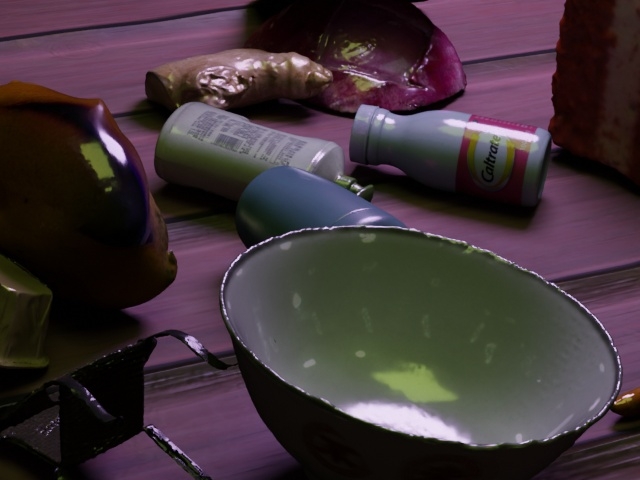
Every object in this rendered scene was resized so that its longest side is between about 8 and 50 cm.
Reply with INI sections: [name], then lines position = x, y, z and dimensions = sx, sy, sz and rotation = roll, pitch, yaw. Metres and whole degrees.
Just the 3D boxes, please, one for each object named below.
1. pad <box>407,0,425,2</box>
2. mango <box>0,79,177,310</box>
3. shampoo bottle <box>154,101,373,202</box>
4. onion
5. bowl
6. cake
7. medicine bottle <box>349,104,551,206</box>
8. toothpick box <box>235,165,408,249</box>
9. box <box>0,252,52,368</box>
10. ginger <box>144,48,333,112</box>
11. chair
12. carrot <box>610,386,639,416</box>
[pad]
position = 0.012, -0.359, 2.293
dimensions = 0.315, 0.063, 0.375
rotation = 1, 0, -8
[mango]
position = -0.262, -0.050, 1.734
dimensions = 0.287, 0.201, 0.152
rotation = 24, 10, 34
[shampoo bottle]
position = -0.052, -0.077, 1.935
dimensions = 0.234, 0.087, 0.118
rotation = 18, 26, 19
[onion]
position = 0.058, -0.252, 2.244
dimensions = 0.250, 0.111, 0.247
rotation = -16, 34, -36
[bowl]
position = 0.071, 0.133, 1.507
dimensions = 0.337, 0.158, 0.337
rotation = 9, 28, -5
[cake]
position = 0.460, -0.200, 2.054
dimensions = 0.319, 0.270, 0.269
rotation = 30, 38, 36
[medicine bottle]
position = 0.144, -0.099, 2.004
dimensions = 0.216, 0.090, 0.090
rotation = 12, 30, 12
[toothpick box]
position = 0.000, 0.000, 1.780
dimensions = 0.120, 0.120, 0.184
rotation = -14, 32, -31
[box]
position = -0.323, 0.060, 1.648
dimensions = 0.177, 0.111, 0.111
rotation = 30, 38, 30
[ginger]
position = -0.100, -0.193, 2.144
dimensions = 0.213, 0.074, 0.137
rotation = -15, 27, -19
[chair]
position = -0.183, 0.142, 1.480
dimensions = 0.213, 0.149, 0.174
rotation = 26, 36, 38
[carrot]
position = 0.345, 0.136, 1.689
dimensions = 0.190, 0.037, 0.037
rotation = -14, 35, -24
